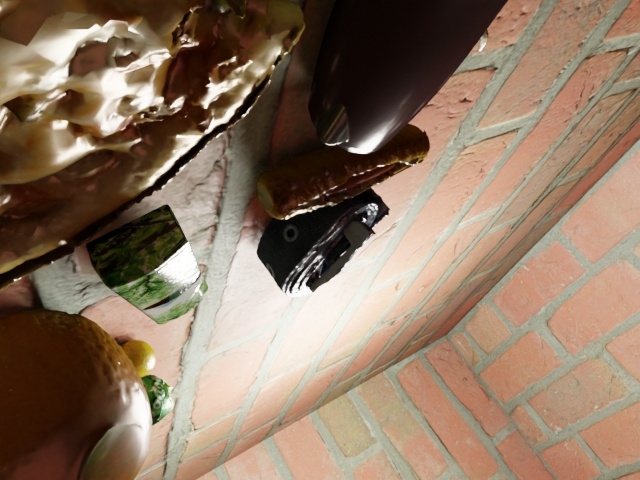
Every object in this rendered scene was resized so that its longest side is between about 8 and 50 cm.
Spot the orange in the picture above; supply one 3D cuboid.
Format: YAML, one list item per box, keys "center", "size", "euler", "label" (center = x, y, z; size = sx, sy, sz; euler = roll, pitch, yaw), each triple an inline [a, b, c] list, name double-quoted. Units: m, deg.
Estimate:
- center: [-0.343, 0.254, 0.676]
  size: [0.263, 0.196, 0.334]
  euler: [-34, 144, -36]
  label: "orange"

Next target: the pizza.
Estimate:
- center: [-0.191, -0.085, 0.385]
  size: [0.392, 0.080, 0.435]
  euler: [-27, 170, -21]
  label: "pizza"

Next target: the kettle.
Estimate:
- center: [0.077, -0.213, 0.561]
  size: [0.202, 0.144, 0.232]
  euler: [-57, -178, -41]
  label: "kettle"

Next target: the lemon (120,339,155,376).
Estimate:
- center: [-0.304, 0.194, 0.867]
  size: [0.062, 0.062, 0.083]
  euler: [-37, 157, 3]
  label: "lemon"

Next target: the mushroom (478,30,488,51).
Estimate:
- center: [0.182, -0.308, 0.619]
  size: [0.068, 0.043, 0.306]
  euler: [-11, 158, 5]
  label: "mushroom"

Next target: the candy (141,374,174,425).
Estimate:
- center: [-0.410, 0.365, 1.055]
  size: [0.324, 0.097, 0.097]
  euler: [-37, 158, 25]
  label: "candy"

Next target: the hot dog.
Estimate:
- center: [0.042, -0.107, 0.744]
  size: [0.289, 0.083, 0.068]
  euler: [-25, 161, -29]
  label: "hot dog"

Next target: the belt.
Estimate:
- center: [-0.001, 0.000, 0.827]
  size: [0.122, 0.128, 0.218]
  euler: [1, 137, -53]
  label: "belt"

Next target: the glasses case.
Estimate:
- center: [-0.197, 0.044, 0.658]
  size: [0.095, 0.062, 0.272]
  euler: [-29, 169, -13]
  label: "glasses case"
